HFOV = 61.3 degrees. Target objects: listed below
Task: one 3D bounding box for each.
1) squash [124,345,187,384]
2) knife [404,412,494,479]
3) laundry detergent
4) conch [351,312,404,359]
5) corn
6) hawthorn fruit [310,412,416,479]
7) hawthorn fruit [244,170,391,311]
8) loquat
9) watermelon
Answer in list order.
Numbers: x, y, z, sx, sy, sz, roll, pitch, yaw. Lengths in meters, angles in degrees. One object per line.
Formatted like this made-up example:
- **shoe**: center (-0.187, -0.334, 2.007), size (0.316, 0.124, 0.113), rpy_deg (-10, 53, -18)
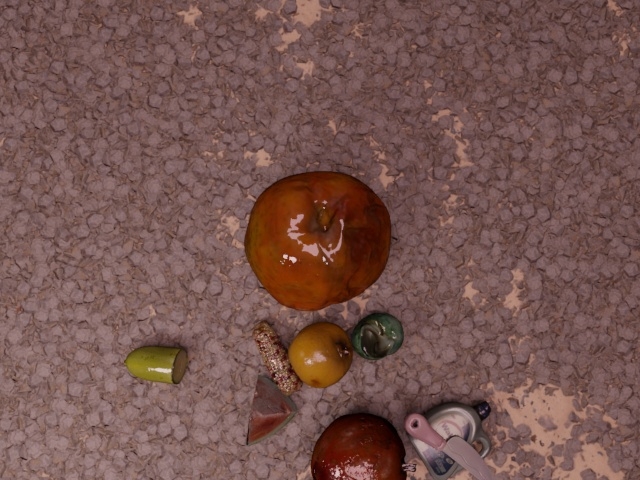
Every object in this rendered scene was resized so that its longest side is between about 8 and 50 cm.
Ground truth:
- **squash**: center (-0.534, 0.397, 1.730), size (0.187, 0.123, 0.122), rpy_deg (4, 87, 3)
- **knife**: center (0.406, 0.641, 1.670), size (0.336, 0.043, 0.081), rpy_deg (35, 79, -1)
- **laundry detergent**: center (0.439, 0.625, 1.735), size (0.281, 0.105, 0.214), rpy_deg (-31, 85, -4)
- **conch**: center (0.184, 0.312, 1.728), size (0.188, 0.175, 0.121), rpy_deg (4, 129, -20)
- **corn**: center (-0.144, 0.380, 1.750), size (0.086, 0.086, 0.253), rpy_deg (-29, 87, -2)
- **hawthorn fruit**: center (0.116, 0.667, 1.644), size (0.316, 0.316, 0.315), rpy_deg (0, 87, -1)
- **hawthorn fruit**: center (0.000, 0.000, 1.606), size (0.472, 0.472, 0.471), rpy_deg (0, 87, -1)
- **loquat**: center (0.002, 0.357, 1.694), size (0.208, 0.208, 0.207), rpy_deg (0, 87, -1)
- **watermelon**: center (-0.203, 0.549, 1.713), size (0.136, 0.202, 0.207), rpy_deg (31, 83, 40)
